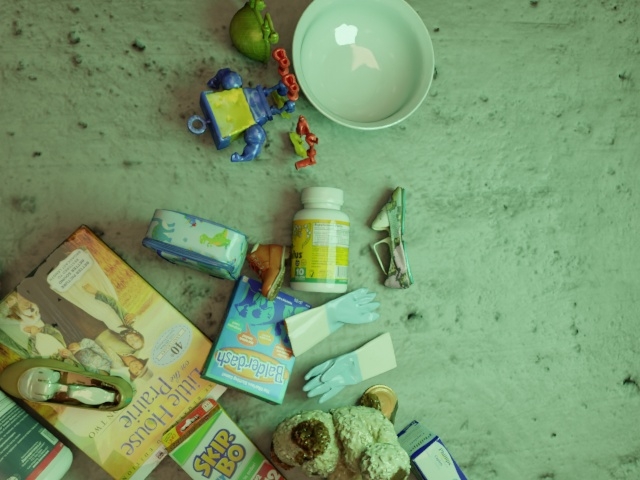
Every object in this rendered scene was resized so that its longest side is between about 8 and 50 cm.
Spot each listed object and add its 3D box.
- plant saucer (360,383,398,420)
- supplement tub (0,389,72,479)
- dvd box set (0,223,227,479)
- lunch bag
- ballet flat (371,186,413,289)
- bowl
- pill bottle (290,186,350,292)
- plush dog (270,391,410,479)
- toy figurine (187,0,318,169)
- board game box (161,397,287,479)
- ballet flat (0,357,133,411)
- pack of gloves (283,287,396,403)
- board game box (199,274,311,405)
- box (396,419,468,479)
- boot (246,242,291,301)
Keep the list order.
[{"bbox_3d":[0.126,0.350,1.234,0.084,0.013,0.083,1,87,-12],"label":"plant saucer"},{"bbox_3d":[-0.588,0.360,0.988,0.272,0.191,0.191,44,79,-6],"label":"supplement tub"},{"bbox_3d":[-0.404,0.221,1.103,0.420,0.062,0.307,45,79,-6],"label":"dvd box set"},{"bbox_3d":[-0.228,0.009,1.074,0.176,0.219,0.090,19,81,-3],"label":"lunch bag"},{"bbox_3d":[0.151,-0.004,1.239,0.079,0.077,0.221,-5,88,7],"label":"ballet flat"},{"bbox_3d":[0.074,-0.362,1.209,0.298,0.134,0.297,1,87,-13],"label":"bowl"},{"bbox_3d":[0.000,0.000,1.177,0.118,0.117,0.208,4,86,-12],"label":"pill bottle"},{"bbox_3d":[0.019,0.386,1.119,0.226,0.262,0.210,11,55,-19],"label":"plush dog"},{"bbox_3d":[-0.168,-0.286,1.131,0.218,0.191,0.362,-22,90,-8],"label":"toy figurine"},{"bbox_3d":[-0.180,0.431,1.118,0.124,0.039,0.259,-40,109,-13],"label":"board game box"},{"bbox_3d":[-0.451,0.256,1.022,0.233,0.073,0.079,10,84,-10],"label":"ballet flat"},{"bbox_3d":[0.038,0.211,1.194,0.232,0.046,0.194,-19,101,-30],"label":"pack of gloves"},{"bbox_3d":[-0.122,0.195,1.134,0.160,0.047,0.210,25,64,-17],"label":"board game box"},{"bbox_3d":[0.224,0.455,1.185,0.072,0.137,0.126,-35,94,-11],"label":"box"},{"bbox_3d":[-0.111,0.059,1.147,0.085,0.157,0.059,15,122,-6],"label":"boot"}]
